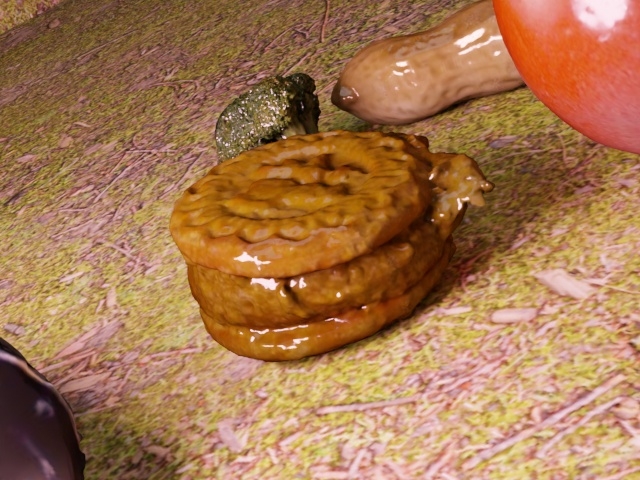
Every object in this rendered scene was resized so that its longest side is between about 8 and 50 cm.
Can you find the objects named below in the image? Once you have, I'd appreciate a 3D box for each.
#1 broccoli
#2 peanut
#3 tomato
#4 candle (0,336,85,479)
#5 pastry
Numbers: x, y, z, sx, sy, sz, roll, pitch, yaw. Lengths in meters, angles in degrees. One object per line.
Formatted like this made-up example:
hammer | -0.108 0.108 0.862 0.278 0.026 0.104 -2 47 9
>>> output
broccoli | -0.048 -0.095 1.242 0.137 0.146 0.162 23 26 18
peanut | 0.134 -0.187 1.296 0.263 0.101 0.117 -20 -1 15
tomato | 0.298 -0.210 0.976 0.321 0.322 0.321 -20 24 9
candle | -0.319 0.145 0.874 0.221 0.221 0.342 -35 23 -24
pastry | 0.000 0.000 1.011 0.235 0.132 0.240 -22 29 -18
